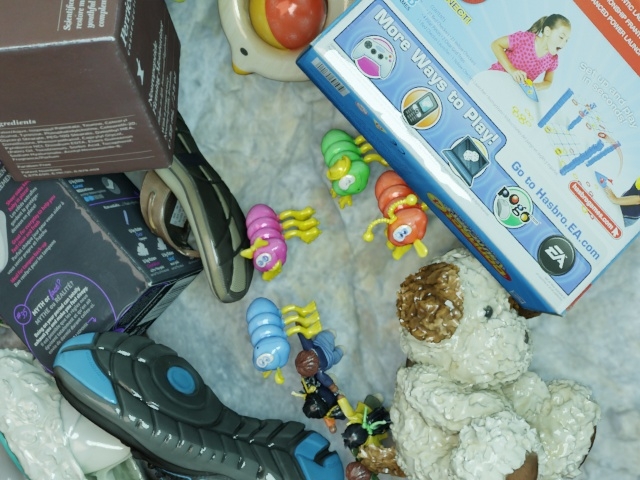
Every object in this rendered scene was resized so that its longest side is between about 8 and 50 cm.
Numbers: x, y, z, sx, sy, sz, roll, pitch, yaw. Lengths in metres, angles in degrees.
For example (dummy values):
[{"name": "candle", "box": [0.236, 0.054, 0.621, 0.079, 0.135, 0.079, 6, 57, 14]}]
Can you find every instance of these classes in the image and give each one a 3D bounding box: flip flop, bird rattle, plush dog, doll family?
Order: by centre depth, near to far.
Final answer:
[{"name": "plush dog", "box": [0.136, 0.120, 1.021, 0.210, 0.262, 0.226, 1, 91, 32]}, {"name": "bird rattle", "box": [-0.023, -0.262, 1.063, 0.253, 0.143, 0.207, -1, 108, 22]}, {"name": "doll family", "box": [0.022, 0.171, 1.122, 0.076, 0.111, 0.193, -44, 82, 19]}, {"name": "flip flop", "box": [-0.158, -0.051, 1.152, 0.080, 0.112, 0.277, -34, 82, 16]}]

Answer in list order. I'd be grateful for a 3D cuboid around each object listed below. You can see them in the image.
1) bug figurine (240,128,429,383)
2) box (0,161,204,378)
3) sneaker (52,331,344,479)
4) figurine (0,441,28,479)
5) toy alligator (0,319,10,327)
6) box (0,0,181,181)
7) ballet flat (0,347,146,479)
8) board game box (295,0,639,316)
[{"name": "bug figurine", "box": [0.000, 0.000, 1.066, 0.279, 0.072, 0.216, -45, 39, 21]}, {"name": "box", "box": [-0.289, -0.008, 1.185, 0.165, 0.143, 0.270, -45, 82, 17]}, {"name": "sneaker", "box": [-0.141, 0.220, 1.124, 0.340, 0.125, 0.139, 34, 121, -20]}, {"name": "figurine", "box": [-0.432, 0.235, 1.305, 0.214, 0.092, 0.210, -8, 91, 19]}, {"name": "toy alligator", "box": [-0.422, 0.095, 1.298, 0.189, 0.056, 0.051, -10, 54, 20]}, {"name": "box", "box": [-0.239, -0.182, 1.025, 0.167, 0.203, 0.169, -4, 60, 6]}, {"name": "ballet flat", "box": [-0.224, 0.277, 1.215, 0.147, 0.147, 0.409, -28, 97, 20]}, {"name": "board game box", "box": [0.192, -0.150, 0.927, 0.302, 0.086, 0.308, -44, 98, -8]}]
